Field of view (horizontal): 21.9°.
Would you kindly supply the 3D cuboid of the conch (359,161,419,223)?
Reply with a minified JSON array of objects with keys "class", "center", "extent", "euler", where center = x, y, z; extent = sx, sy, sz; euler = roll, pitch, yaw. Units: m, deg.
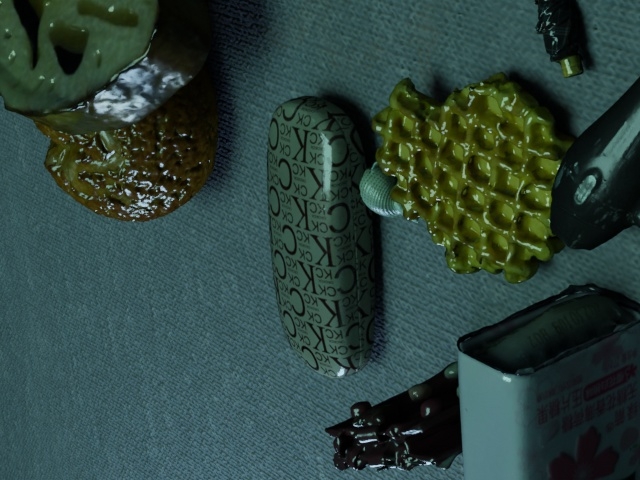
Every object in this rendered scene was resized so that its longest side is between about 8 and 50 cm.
[{"class":"conch","center":[0.087,-0.059,1.823],"extent":[0.085,0.056,0.076],"euler":[33,112,3]}]

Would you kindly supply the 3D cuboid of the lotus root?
[{"class":"lotus root","center":[-0.274,-0.323,1.993],"extent":[0.375,0.111,0.391],"euler":[23,95,36]}]

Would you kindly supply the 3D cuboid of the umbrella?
[{"class":"umbrella","center":[0.216,-0.222,1.548],"extent":[0.040,0.037,0.144],"euler":[-14,93,45]}]

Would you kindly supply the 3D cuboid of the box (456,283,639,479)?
[{"class":"box","center":[0.238,0.240,1.645],"extent":[0.112,0.190,0.370],"euler":[25,129,47]}]

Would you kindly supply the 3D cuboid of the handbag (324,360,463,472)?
[{"class":"handbag","center":[0.130,0.181,1.748],"extent":[0.203,0.216,0.074],"euler":[-15,94,60]}]

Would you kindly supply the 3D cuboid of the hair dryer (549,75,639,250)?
[{"class":"hair dryer","center":[0.344,-0.027,1.465],"extent":[0.271,0.091,0.235],"euler":[43,131,16]}]

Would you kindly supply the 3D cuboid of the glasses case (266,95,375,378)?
[{"class":"glasses case","center":[0.000,0.000,1.958],"extent":[0.137,0.085,0.355],"euler":[30,131,47]}]

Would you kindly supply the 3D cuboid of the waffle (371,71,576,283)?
[{"class":"waffle","center":[0.161,-0.077,1.685],"extent":[0.249,0.056,0.253],"euler":[56,143,10]}]

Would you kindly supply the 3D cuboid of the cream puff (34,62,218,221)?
[{"class":"cream puff","center":[-0.267,-0.165,2.151],"extent":[0.303,0.212,0.303],"euler":[33,137,38]}]
